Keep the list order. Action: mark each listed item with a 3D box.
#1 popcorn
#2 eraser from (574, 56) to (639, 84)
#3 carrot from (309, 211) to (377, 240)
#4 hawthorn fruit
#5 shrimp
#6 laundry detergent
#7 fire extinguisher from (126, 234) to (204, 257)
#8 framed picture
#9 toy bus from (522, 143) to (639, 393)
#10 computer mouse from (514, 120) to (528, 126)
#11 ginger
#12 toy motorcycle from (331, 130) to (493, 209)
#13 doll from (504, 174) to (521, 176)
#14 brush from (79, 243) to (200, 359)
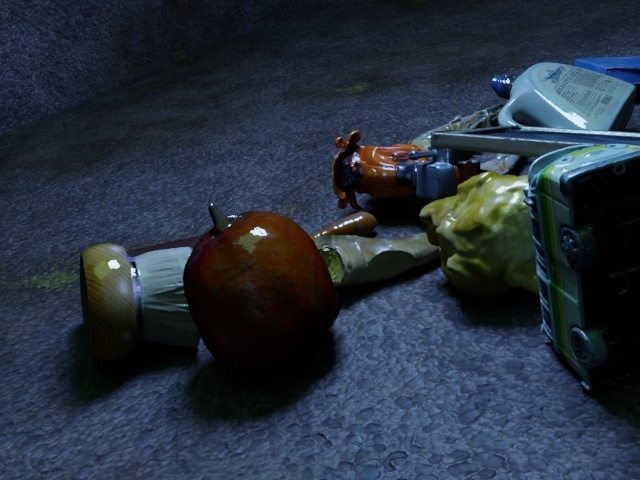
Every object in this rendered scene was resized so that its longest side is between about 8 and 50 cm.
[{"bbox_3d":[0.271,-0.015,1.180,0.254,0.190,0.191,-4,32,9],"label":"popcorn"},{"bbox_3d":[0.750,-0.386,1.851,0.312,0.042,0.144,-4,21,-11],"label":"eraser"},{"bbox_3d":[0.000,0.000,1.451,0.216,0.048,0.048,-22,26,-10],"label":"carrot"},{"bbox_3d":[-0.088,0.056,1.127,0.215,0.249,0.215,-23,10,4],"label":"hawthorn fruit"},{"bbox_3d":[0.304,-0.185,1.662,0.247,0.085,0.360,17,43,41],"label":"shrimp"},{"bbox_3d":[0.463,-0.270,1.638,0.281,0.105,0.215,23,56,26],"label":"laundry detergent"},{"bbox_3d":[-0.272,0.047,1.449,0.268,0.072,0.089,-12,61,0],"label":"fire extinguisher"},{"bbox_3d":[0.443,-0.151,1.281,0.446,0.028,0.326,10,15,33],"label":"framed picture"},{"bbox_3d":[0.329,0.020,0.972,0.134,0.276,0.164,-15,21,-8],"label":"toy bus"},{"bbox_3d":[0.530,-0.299,1.792,0.236,0.082,0.145,-27,29,-31],"label":"computer mouse"},{"bbox_3d":[0.101,0.019,1.325,0.295,0.086,0.131,-11,8,-18],"label":"ginger"},{"bbox_3d":[0.145,-0.121,1.462,0.221,0.147,0.326,-11,15,-33],"label":"toy motorcycle"},{"bbox_3d":[0.322,-0.079,1.423,0.102,0.075,0.227,-30,17,-5],"label":"doll"},{"bbox_3d":[-0.288,0.086,1.277,0.166,0.174,0.267,-6,3,-21],"label":"brush"}]
